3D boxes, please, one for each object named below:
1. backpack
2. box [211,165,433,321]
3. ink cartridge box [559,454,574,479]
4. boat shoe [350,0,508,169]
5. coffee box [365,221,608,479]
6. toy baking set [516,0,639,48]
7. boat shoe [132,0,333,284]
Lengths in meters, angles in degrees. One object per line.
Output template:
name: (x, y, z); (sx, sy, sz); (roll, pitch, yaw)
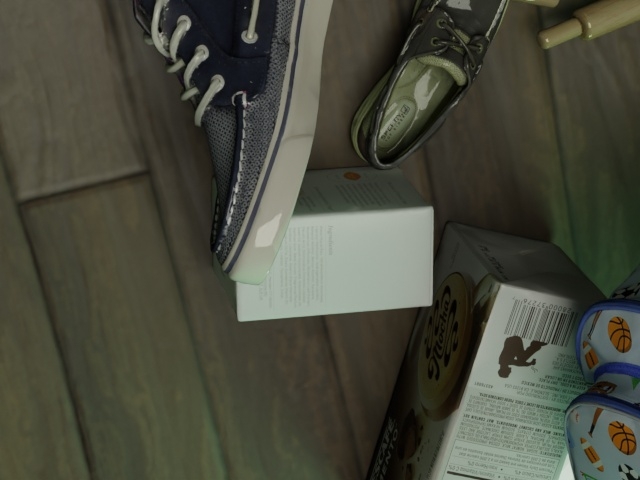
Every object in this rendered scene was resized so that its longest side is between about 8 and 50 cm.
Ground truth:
backpack: (0.319, 0.136, 1.556); (0.213, 0.276, 0.263); (-37, 126, -34)
box: (0.000, 0.000, 1.652); (0.170, 0.130, 0.091); (-4, 109, -11)
ink cartridge box: (0.239, 0.351, 1.868); (0.239, 0.060, 0.275); (39, 98, -2)
boat shoe: (0.104, -0.154, 1.650); (0.080, 0.073, 0.223); (29, 101, -19)
coffee box: (0.143, 0.156, 1.718); (0.119, 0.168, 0.297); (12, 107, -16)
toy baking set: (0.263, -0.275, 1.642); (0.256, 0.030, 0.196); (-19, 120, -20)
boat shoe: (-0.084, -0.137, 1.534); (0.158, 0.127, 0.340); (14, 66, -11)
